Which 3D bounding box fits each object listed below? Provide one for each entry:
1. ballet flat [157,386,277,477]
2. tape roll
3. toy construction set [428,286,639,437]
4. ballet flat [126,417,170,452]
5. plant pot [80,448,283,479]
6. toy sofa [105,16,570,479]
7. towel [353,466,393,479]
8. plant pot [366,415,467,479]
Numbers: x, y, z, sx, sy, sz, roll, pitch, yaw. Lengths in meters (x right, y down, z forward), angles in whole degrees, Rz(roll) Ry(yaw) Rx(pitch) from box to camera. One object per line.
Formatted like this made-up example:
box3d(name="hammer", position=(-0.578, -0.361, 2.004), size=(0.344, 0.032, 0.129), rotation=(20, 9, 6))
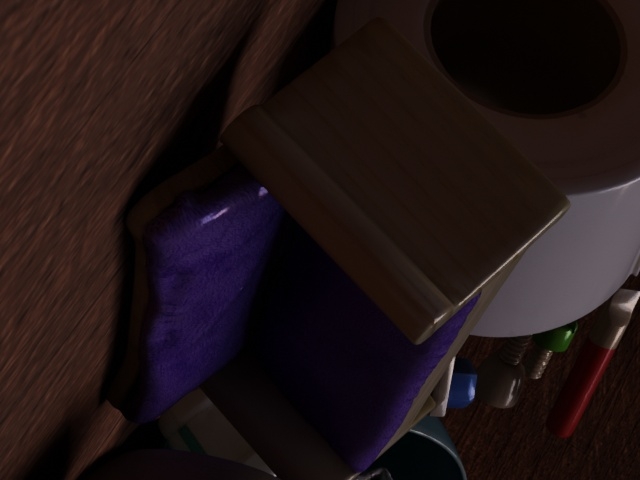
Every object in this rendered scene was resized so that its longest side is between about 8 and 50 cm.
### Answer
box3d(name="ballet flat", position=(-0.025, 0.086, 1.446), size=(0.139, 0.139, 0.400), rotation=(-62, 175, 30))
box3d(name="tape roll", position=(0.120, -0.081, 1.127), size=(0.246, 0.246, 0.169), rotation=(-57, 167, -32))
box3d(name="toy construction set", position=(0.097, -0.007, 1.298), size=(0.257, 0.309, 0.237), rotation=(-69, -179, -62))
box3d(name="ballet flat", position=(-0.138, 0.213, 1.332), size=(0.096, 0.095, 0.280), rotation=(-46, 178, 10))
box3d(name="plant pot", position=(-0.090, 0.241, 1.062), size=(0.284, 0.284, 0.191), rotation=(111, -8, -66))
box3d(name="toy sofa", position=(-0.006, 0.048, 0.994), size=(0.177, 0.150, 0.362), rotation=(-39, 168, -22))
box3d(name="towel", position=(-0.040, 0.359, 1.577), size=(0.284, 0.121, 0.235), rotation=(-25, 154, -41))
box3d(name="plant pot", position=(-0.016, 0.202, 1.730), size=(0.195, 0.290, 0.290), rotation=(-106, -148, -42))
